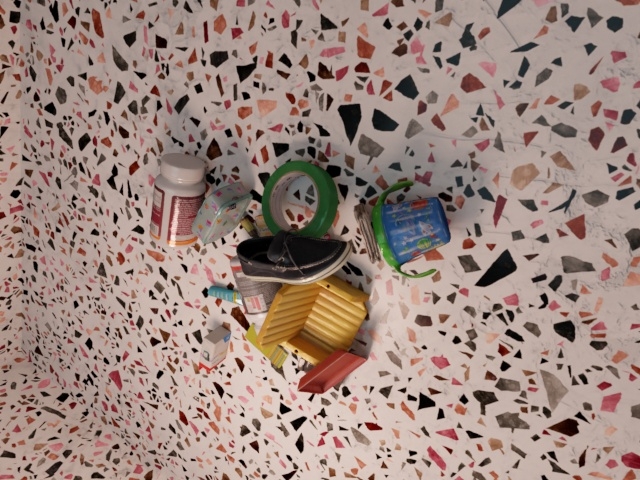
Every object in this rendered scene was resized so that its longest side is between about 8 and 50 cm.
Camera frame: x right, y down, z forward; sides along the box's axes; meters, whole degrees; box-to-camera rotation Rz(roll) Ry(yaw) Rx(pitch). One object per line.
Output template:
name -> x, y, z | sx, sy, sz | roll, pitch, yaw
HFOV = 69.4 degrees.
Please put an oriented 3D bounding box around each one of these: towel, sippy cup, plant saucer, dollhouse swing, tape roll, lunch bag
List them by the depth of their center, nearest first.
sippy cup -> 0.325, -0.043, 1.608 | 0.224, 0.240, 0.305 | -17, 110, 22
towel -> 0.166, -0.031, 1.667 | 0.049, 0.282, 0.187 | -17, 99, 6
tape roll -> -0.085, -0.149, 1.818 | 0.321, 0.077, 0.321 | -2, 87, 31
dollhouse swing -> -0.025, 0.333, 1.823 | 0.315, 0.305, 0.347 | 29, 105, 11
plant saucer -> 0.046, 0.538, 1.914 | 0.259, 0.258, 0.048 | -39, 59, 8
lunch bag -> -0.416, -0.119, 1.993 | 0.108, 0.224, 0.279 | 48, 129, 11
towel -> -0.263, 0.509, 2.247 | 0.237, 0.021, 0.102 | 38, 116, 14

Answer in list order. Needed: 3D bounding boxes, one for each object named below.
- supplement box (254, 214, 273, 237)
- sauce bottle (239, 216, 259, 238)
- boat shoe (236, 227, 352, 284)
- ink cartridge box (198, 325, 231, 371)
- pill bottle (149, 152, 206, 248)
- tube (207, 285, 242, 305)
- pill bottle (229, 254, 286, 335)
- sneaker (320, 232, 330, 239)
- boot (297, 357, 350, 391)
supplement box -> -0.241, -0.066, 2.018 | 0.062, 0.036, 0.098 | -11, 102, 33
sauce bottle -> -0.310, -0.045, 2.062 | 0.042, 0.042, 0.128 | -36, 89, 34
boat shoe -> -0.117, 0.052, 1.699 | 0.500, 0.187, 0.156 | -4, 130, 35
ink cartridge box -> -0.541, 0.567, 2.353 | 0.078, 0.134, 0.231 | 26, 119, 19
pill bottle -> -0.643, -0.180, 2.094 | 0.224, 0.224, 0.392 | 27, 118, 19
tube -> -0.448, 0.268, 2.252 | 0.207, 0.052, 0.080 | 12, 124, 20
pill bottle -> -0.249, 0.223, 2.021 | 0.210, 0.210, 0.363 | -9, 102, 32
sneaker -> 0.000, 0.000, 1.858 | 0.067, 0.118, 0.042 | -10, 113, 26
boot -> 0.031, 0.523, 2.056 | 0.229, 0.091, 0.263 | 20, 112, 12
